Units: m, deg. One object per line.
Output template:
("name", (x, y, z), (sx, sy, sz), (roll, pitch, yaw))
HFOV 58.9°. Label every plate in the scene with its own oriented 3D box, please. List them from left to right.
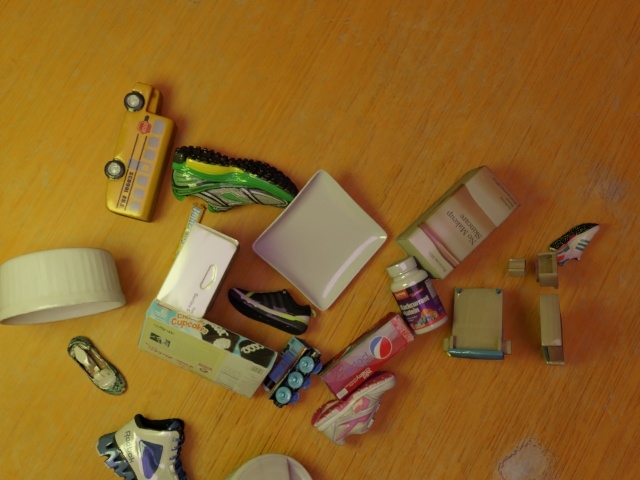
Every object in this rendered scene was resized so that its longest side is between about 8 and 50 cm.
("plate", (0.000, 0.000, 1.493), (0.277, 0.045, 0.278), (43, 83, -21))

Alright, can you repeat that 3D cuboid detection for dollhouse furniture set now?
("dollhouse furniture set", (0.501, 0.203, 1.567), (0.304, 0.198, 0.286), (-3, 63, 23))

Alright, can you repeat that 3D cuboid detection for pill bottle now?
("pill bottle", (0.252, 0.144, 1.515), (0.108, 0.108, 0.193), (-26, 90, -8))

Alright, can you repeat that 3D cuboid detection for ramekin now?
("ramekin", (-0.611, 0.108, 1.335), (0.278, 0.277, 0.135), (-11, 80, -7))
("ramekin", (-0.141, 0.665, 1.380), (0.273, 0.127, 0.272), (20, 56, -32))

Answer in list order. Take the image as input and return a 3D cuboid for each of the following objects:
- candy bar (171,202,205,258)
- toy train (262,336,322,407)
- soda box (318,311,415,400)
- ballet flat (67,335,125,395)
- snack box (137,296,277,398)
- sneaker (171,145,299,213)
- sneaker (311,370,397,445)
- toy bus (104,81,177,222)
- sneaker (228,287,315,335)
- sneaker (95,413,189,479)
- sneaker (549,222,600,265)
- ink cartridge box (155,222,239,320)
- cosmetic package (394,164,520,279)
("candy bar", (-0.346, -0.023, 1.496), (0.040, 0.018, 0.161), (20, 86, -6))
("toy train", (-0.076, 0.343, 1.473), (0.105, 0.080, 0.184), (37, 91, 27))
("soda box", (0.119, 0.302, 1.498), (0.263, 0.092, 0.083), (-37, 91, -7))
("ballet flat", (-0.569, 0.322, 1.427), (0.070, 0.070, 0.188), (-44, 93, -7))
("snack box", (-0.286, 0.272, 1.406), (0.322, 0.187, 0.060), (26, 48, -5))
("sneaker", (-0.218, -0.138, 1.480), (0.344, 0.134, 0.146), (13, 114, -11))
("sneaker", (0.104, 0.441, 1.493), (0.252, 0.103, 0.111), (-36, 96, -1))
("toy bus", (-0.456, -0.222, 1.446), (0.130, 0.108, 0.332), (15, 85, -6))
("sneaker", (-0.128, 0.168, 1.496), (0.235, 0.084, 0.097), (26, 60, -6))
("sneaker", (-0.385, 0.549, 1.406), (0.182, 0.127, 0.315), (-44, 91, -5))
("sneaker", (0.730, 0.013, 1.615), (0.161, 0.057, 0.075), (-31, 108, -9))
("ink cartridge box", (-0.285, 0.073, 1.369), (0.115, 0.273, 0.198), (26, 84, -5))
("cosmetic package", (0.367, -0.047, 1.529), (0.296, 0.129, 0.153), (-44, 94, -7))
